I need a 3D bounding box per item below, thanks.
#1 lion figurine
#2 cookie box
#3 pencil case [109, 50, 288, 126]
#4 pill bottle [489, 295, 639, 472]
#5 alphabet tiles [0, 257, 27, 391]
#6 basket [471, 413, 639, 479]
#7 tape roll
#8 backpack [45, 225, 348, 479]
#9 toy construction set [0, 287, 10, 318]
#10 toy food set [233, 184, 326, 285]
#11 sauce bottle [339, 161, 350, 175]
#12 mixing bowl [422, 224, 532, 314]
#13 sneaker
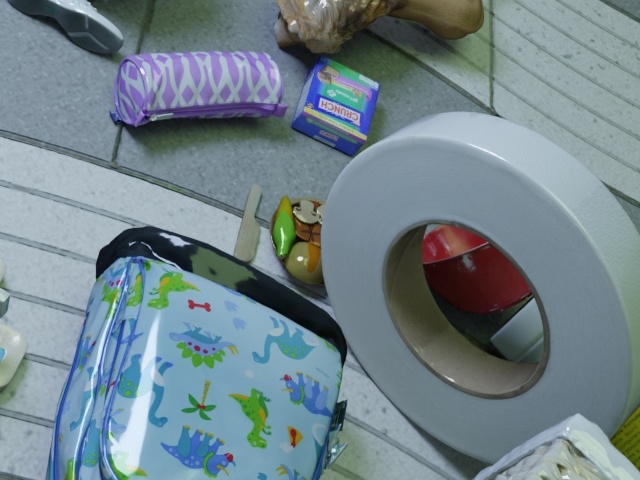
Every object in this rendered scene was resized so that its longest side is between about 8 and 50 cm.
[{"bbox_3d":[0.109,-0.342,1.717,0.392,0.142,0.240,0,51,-24],"label":"lion figurine"},{"bbox_3d":[0.021,-0.173,1.624,0.092,0.040,0.107,25,51,-13],"label":"cookie box"},{"bbox_3d":[-0.144,-0.180,1.508,0.206,0.086,0.088,-10,51,-33],"label":"pencil case"},{"bbox_3d":[0.361,0.187,1.462,0.334,0.188,0.188,46,49,7],"label":"pill bottle"},{"bbox_3d":[-0.433,0.086,1.209,0.284,0.021,0.278,28,49,-9],"label":"alphabet tiles"},{"bbox_3d":[0.201,0.400,1.143,0.331,0.328,0.266,46,53,6],"label":"basket"},{"bbox_3d":[0.167,0.059,1.316,0.392,0.392,0.072,49,49,9],"label":"tape roll"},{"bbox_3d":[-0.120,0.185,1.187,0.290,0.273,0.355,31,61,-15],"label":"backpack"},{"bbox_3d":[-0.428,0.080,1.103,0.215,0.151,0.327,20,38,17],"label":"toy construction set"},{"bbox_3d":[0.000,0.000,1.493,0.192,0.038,0.132,20,51,-15],"label":"toy food set"},{"bbox_3d":[0.086,-0.070,1.589,0.128,0.042,0.042,12,54,-19],"label":"sauce bottle"},{"bbox_3d":[0.204,0.026,1.522,0.181,0.181,0.098,-37,107,-40],"label":"mixing bowl"},{"bbox_3d":[-0.297,-0.281,1.518,0.152,0.053,0.061,32,46,-5],"label":"sneaker"}]
